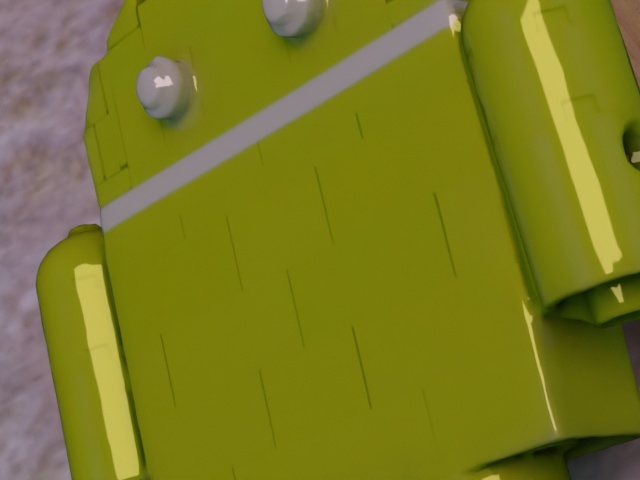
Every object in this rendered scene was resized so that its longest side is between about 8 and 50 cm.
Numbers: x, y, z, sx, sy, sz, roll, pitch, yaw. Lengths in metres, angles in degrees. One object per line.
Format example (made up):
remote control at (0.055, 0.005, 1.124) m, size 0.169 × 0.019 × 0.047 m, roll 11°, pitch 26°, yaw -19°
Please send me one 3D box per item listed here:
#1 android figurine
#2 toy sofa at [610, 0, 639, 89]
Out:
android figurine at (0.000, 0.000, 0.542) m, size 0.248 × 0.056 × 0.273 m, roll -25°, pitch 72°, yaw 42°
toy sofa at (0.137, -0.119, 0.585) m, size 0.150 × 0.177 × 0.362 m, roll -42°, pitch 59°, yaw 23°
